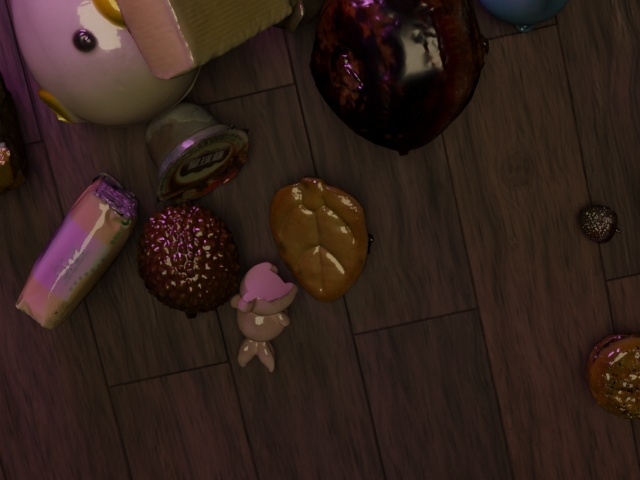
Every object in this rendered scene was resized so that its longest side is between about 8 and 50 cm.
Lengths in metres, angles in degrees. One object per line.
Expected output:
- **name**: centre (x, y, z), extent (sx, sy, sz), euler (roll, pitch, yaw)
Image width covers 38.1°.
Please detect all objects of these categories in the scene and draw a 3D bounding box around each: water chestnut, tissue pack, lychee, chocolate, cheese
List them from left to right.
- **tissue pack**: centre (-0.439, 0.018, 1.708), extent (0.123, 0.215, 0.256), euler (33, 98, -13)
- **chocolate**: centre (-0.247, -0.175, 1.712), extent (0.221, 0.221, 0.147), euler (-41, 66, 6)
- **lychee**: centre (-0.245, 0.045, 1.717), extent (0.200, 0.200, 0.238), euler (7, 117, 1)
- **cheese**: centre (-0.191, -0.412, 1.456), extent (0.124, 0.265, 0.242), euler (0, 119, 38)
- **water chestnut**: centre (0.153, -0.325, 1.597), extent (0.302, 0.350, 0.350), euler (-14, 98, -24)
- **lychee**: centre (0.526, -0.031, 1.745), extent (0.083, 0.068, 0.067), euler (34, 67, 15)

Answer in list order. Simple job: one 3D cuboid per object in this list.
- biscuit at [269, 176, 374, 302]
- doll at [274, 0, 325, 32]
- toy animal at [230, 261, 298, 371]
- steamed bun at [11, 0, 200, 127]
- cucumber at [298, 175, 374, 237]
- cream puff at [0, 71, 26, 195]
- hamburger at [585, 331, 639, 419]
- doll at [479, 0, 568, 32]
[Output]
- **biscuit**: centre (-0.001, 0.002, 1.736), extent (0.203, 0.041, 0.260), euler (4, 117, 20)
- **doll**: centre (-0.029, -0.528, 1.602), extent (0.174, 0.235, 0.330), euler (10, 112, -31)
- **toy animal**: centre (-0.116, 0.147, 1.777), extent (0.124, 0.124, 0.212), euler (13, 132, 0)
- **steamed bun**: centre (-0.366, -0.384, 1.600), extent (0.334, 0.334, 0.374), euler (-17, 88, 4)
- **cucumber**: centre (0.021, -0.042, 1.762), extent (0.187, 0.058, 0.058), euler (42, 97, -3)
- **cream puff**: centre (-0.643, -0.192, 1.654), extent (0.185, 0.282, 0.282), euler (-10, 97, -5)
- **hamburger**: centre (0.599, 0.265, 1.759), extent (0.177, 0.113, 0.185), euler (-18, 96, 3)
- **doll**: centre (0.356, -0.499, 1.617), extent (0.177, 0.141, 0.314), euler (11, 138, 21)
